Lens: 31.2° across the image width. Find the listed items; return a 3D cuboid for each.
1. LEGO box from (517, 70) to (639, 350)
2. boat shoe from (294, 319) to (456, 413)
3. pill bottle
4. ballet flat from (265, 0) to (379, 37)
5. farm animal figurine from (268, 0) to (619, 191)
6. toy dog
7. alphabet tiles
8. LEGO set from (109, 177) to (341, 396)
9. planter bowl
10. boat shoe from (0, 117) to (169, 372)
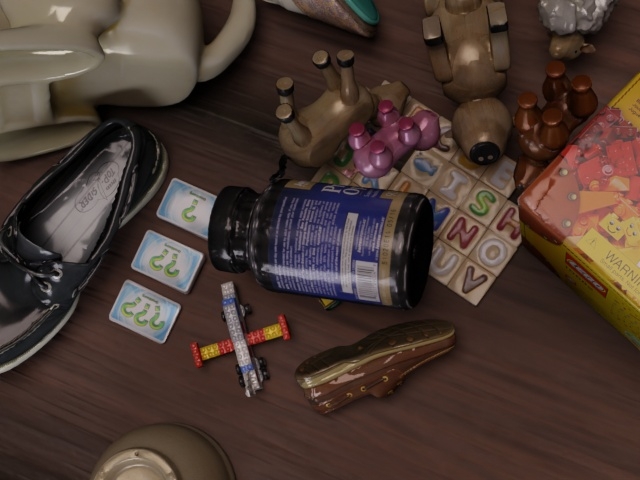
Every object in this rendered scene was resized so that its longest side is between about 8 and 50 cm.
[{"bbox_3d":[0.497,0.016,1.091,0.500,0.193,0.372,43,89,16],"label":"LEGO box"},{"bbox_3d":[0.064,0.135,1.225,0.178,0.064,0.060,-21,105,8],"label":"boat shoe"},{"bbox_3d":[0.000,0.000,1.197,0.219,0.123,0.122,7,79,17],"label":"pill bottle"},{"bbox_3d":[-0.046,-0.343,1.331,0.106,0.107,0.316,-36,77,27],"label":"ballet flat"},{"bbox_3d":[0.136,-0.170,1.220,0.330,0.172,0.326,7,63,18],"label":"farm animal figurine"},{"bbox_3d":[-0.294,-0.349,1.289,0.396,0.284,0.407,-14,75,-6],"label":"toy dog"},{"bbox_3d":[0.109,-0.040,1.276,0.237,0.009,0.198,35,86,16],"label":"alphabet tiles"},{"bbox_3d":[-0.105,0.055,1.274,0.244,0.060,0.182,25,87,15],"label":"LEGO set"},{"bbox_3d":[-0.180,0.271,1.213,0.162,0.109,0.162,-3,77,11],"label":"planter bowl"},{"bbox_3d":[-0.298,-0.001,1.274,0.127,0.113,0.340,41,80,10],"label":"boat shoe"}]
